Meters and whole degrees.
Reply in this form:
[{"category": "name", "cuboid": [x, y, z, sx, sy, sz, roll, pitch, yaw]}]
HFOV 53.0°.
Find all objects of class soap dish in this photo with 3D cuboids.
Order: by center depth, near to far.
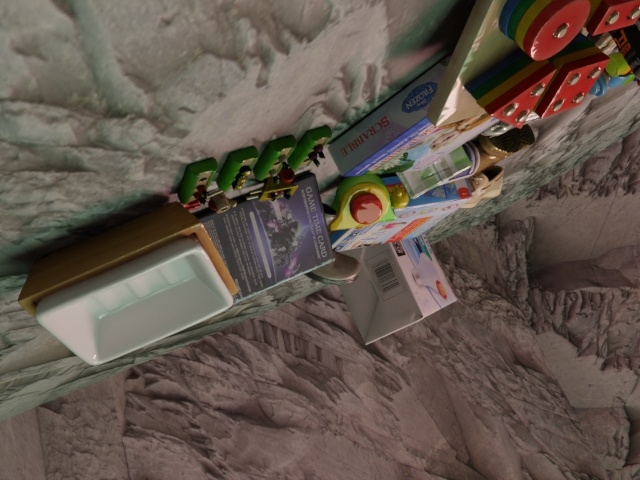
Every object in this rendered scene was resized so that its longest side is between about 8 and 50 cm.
[{"category": "soap dish", "cuboid": [-0.302, 0.072, 1.052, 0.291, 0.118, 0.229, -24, 147, -5]}]

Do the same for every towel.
[{"category": "towel", "cuboid": [0.237, -0.168, 1.386, 0.152, 0.113, 0.023, -29, -158, 14]}]

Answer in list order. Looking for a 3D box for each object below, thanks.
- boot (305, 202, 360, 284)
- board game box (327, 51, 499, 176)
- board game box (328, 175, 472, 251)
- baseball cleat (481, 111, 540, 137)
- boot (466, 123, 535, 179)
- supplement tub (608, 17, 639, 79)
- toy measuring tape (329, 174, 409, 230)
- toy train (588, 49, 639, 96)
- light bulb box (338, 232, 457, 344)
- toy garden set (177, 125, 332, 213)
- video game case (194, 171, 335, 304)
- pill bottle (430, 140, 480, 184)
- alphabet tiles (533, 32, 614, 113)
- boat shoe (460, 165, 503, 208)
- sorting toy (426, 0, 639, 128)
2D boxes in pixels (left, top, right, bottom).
[{"category": "boot", "cuboid": [0.000, 0.000, 1.351, 0.247, 0.083, 0.161, 14, 124, -22]}, {"category": "board game box", "cuboid": [0.222, -0.225, 1.150, 0.319, 0.066, 0.318, -33, 168, 35]}, {"category": "board game box", "cuboid": [0.178, -0.072, 1.653, 0.302, 0.086, 0.308, -10, 165, -23]}, {"category": "baseball cleat", "cuboid": [0.442, -0.289, 1.431, 0.206, 0.072, 0.109, -20, -176, -6]}, {"category": "boot", "cuboid": [0.385, -0.204, 1.639, 0.236, 0.089, 0.269, -7, 164, -45]}, {"category": "supplement tub", "cuboid": [0.508, -0.325, 0.974, 0.117, 0.190, 0.117, -24, 170, -5]}, {"category": "toy measuring tape", "cuboid": [0.030, -0.084, 1.390, 0.330, 0.121, 0.121, -7, 169, -4]}, {"category": "toy train", "cuboid": [0.637, -0.377, 1.285, 0.143, 0.105, 0.248, -25, 171, -5]}, {"category": "light bulb box", "cuboid": [0.228, 0.104, 2.083, 0.225, 0.357, 0.361, -28, 172, 27]}, {"category": "toy garden set", "cuboid": [-0.112, -0.092, 1.056, 0.244, 0.049, 0.204, -21, 169, -27]}, {"category": "video game case", "cuboid": [-0.113, 0.005, 1.226, 0.274, 0.196, 0.026, -23, -152, -19]}, {"category": "pill bottle", "cuboid": [0.284, -0.178, 1.486, 0.169, 0.094, 0.094, -18, 168, -40]}, {"category": "alphabet tiles", "cuboid": [0.510, -0.342, 1.179, 0.284, 0.021, 0.278, -40, 173, -8]}, {"category": "boat shoe", "cuboid": [0.485, -0.178, 2.051, 0.302, 0.109, 0.098, -17, 128, -39]}, {"category": "sorting toy", "cuboid": [0.303, -0.260, 0.867, 0.255, 0.089, 0.257, -21, 151, -27]}]
